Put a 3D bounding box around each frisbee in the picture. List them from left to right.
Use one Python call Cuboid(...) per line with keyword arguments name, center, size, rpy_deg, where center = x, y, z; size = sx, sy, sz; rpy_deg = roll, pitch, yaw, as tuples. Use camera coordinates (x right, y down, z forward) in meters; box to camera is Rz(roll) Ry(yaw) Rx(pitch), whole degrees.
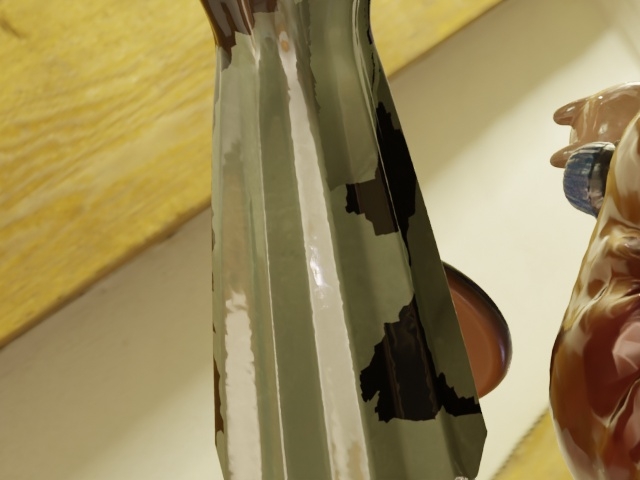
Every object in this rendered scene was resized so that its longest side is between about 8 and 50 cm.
Cuboid(name="frisbee", center=(0.063, 0.087, 1.554), size=(0.251, 0.251, 0.021), rpy_deg=(40, -131, -21))

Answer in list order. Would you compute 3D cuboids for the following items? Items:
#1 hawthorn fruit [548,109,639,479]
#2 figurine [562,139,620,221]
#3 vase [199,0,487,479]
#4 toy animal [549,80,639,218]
Cuboid(name="hawthorn fruit", center=(0.389, 0.065, 0.974), size=(0.472, 0.472, 0.471), rpy_deg=(24, -129, -34))
Cuboid(name="figurine", center=(0.266, -0.054, 1.407), size=(0.079, 0.136, 0.077), rpy_deg=(20, -104, -15))
Cuboid(name="vase", center=(0.000, 0.000, 0.904), size=(0.165, 0.165, 0.360), rpy_deg=(-38, -53, -50))
Cuboid(name="toy animal", center=(0.351, -0.060, 1.674), size=(0.250, 0.154, 0.166), rpy_deg=(51, -139, -41))
